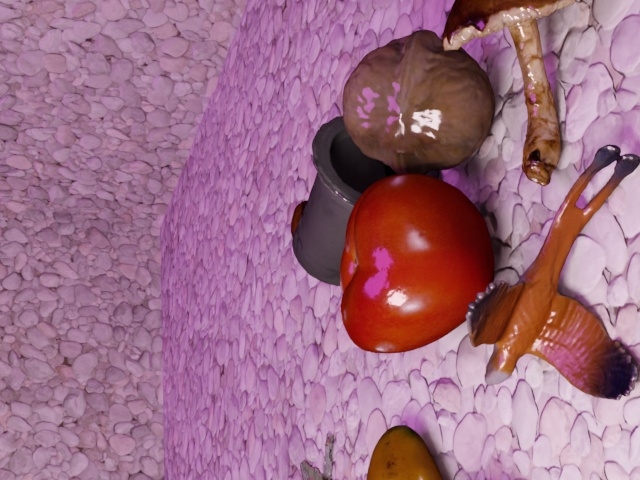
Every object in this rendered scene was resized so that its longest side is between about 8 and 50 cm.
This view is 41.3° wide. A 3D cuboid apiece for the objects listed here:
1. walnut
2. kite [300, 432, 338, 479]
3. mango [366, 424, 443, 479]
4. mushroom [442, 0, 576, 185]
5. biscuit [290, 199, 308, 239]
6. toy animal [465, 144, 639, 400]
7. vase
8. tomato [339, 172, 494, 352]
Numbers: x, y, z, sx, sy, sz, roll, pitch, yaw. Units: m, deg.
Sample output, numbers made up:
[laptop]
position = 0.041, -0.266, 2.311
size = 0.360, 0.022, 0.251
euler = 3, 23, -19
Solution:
[walnut]
position = 0.159, -0.218, 1.379
size = 0.248, 0.248, 0.248
euler = -171, 90, -68
[kite]
position = 0.006, 0.544, 1.799
size = 0.323, 0.013, 0.268
euler = 179, 98, -67
[mango]
position = 0.136, 0.408, 1.388
size = 0.221, 0.120, 0.152
euler = -107, 36, -60
[mushroom]
position = 0.280, -0.266, 1.238
size = 0.233, 0.207, 0.302
euler = -39, -40, -59
[biscuit]
position = 0.000, 0.000, 1.817
size = 0.049, 0.192, 0.192
euler = -18, 58, 23
[toy animal]
position = 0.289, 0.047, 1.140
size = 0.302, 0.225, 0.284
euler = 129, 164, -71
[vase]
position = 0.058, -0.058, 1.611
size = 0.291, 0.245, 0.245
euler = 117, 152, -48
[tomato]
position = 0.150, 0.038, 1.322
size = 0.298, 0.226, 0.299
euler = -174, 90, -87
